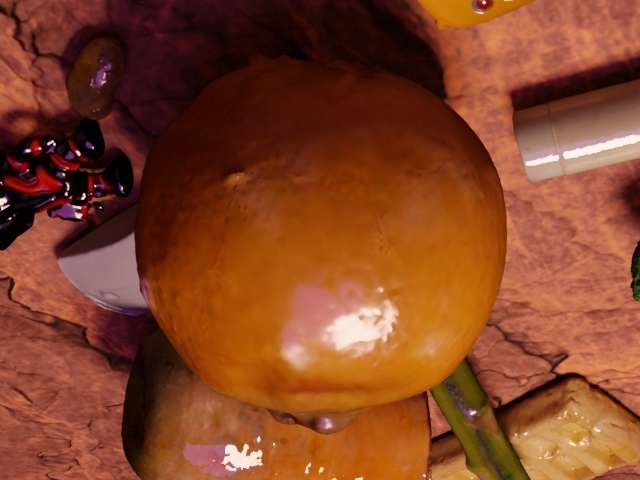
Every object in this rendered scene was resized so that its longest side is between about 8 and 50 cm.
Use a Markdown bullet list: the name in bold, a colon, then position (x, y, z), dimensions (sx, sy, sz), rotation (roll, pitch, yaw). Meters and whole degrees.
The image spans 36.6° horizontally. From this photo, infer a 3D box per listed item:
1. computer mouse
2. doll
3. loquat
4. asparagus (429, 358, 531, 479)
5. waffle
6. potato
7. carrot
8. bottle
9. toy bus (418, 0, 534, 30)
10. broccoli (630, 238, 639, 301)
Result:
- **computer mouse**: position (-0.184, 0.027, 1.043), dimensions (0.231, 0.079, 0.128), rotation (-29, 127, 33)
- **doll**: position (-0.315, -0.044, 0.970), dimensions (0.248, 0.088, 0.127), rotation (-23, 112, 13)
- **loquat**: position (0.000, 0.000, 0.832), dimensions (0.328, 0.328, 0.328), rotation (1, 137, 1)
- **asparagus**: position (0.192, 0.228, 1.204), dimensions (0.067, 0.060, 0.278), rotation (-17, 118, 23)
- **waffle**: position (0.285, 0.286, 1.309), dimensions (0.168, 0.057, 0.274), rotation (34, 129, -29)
- **potato**: position (-0.205, -0.146, 0.877), dimensions (0.046, 0.045, 0.092), rotation (-15, 153, -37)
- **carrot**: position (-0.052, 0.208, 1.127), dimensions (0.340, 0.224, 0.224), rotation (11, 137, -20)
- **bottle**: position (0.280, -0.108, 0.875), dimensions (0.201, 0.072, 0.072), rotation (-13, 135, 16)
- **toy bus**: position (0.144, -0.242, 0.690), dimensions (0.209, 0.136, 0.126), rotation (-24, 131, 27)
- **broccoli**: position (0.442, 0.042, 0.888), dimensions (0.269, 0.269, 0.254), rotation (19, 119, -17)
